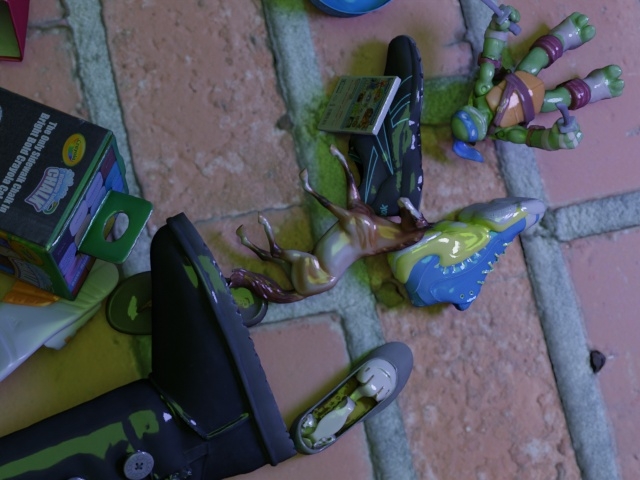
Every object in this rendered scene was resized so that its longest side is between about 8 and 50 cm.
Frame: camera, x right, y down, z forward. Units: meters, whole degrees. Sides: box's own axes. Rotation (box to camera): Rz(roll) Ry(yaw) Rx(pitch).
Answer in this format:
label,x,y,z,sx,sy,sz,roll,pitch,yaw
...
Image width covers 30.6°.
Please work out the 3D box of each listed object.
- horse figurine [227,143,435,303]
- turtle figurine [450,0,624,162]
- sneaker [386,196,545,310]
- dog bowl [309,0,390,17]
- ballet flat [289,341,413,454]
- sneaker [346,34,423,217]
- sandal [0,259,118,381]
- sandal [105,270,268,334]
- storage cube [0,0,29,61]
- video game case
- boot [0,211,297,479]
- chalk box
label,x,y,z,sx,sy,sz,roll,pitch,yaw
horse figurine,0.000,0.000,1.577,0.263,0.066,0.174,-42,96,5
turtle figurine,0.313,-0.229,1.603,0.266,0.275,0.198,-29,54,-33
sneaker,0.212,0.023,1.640,0.240,0.091,0.126,-18,103,-10
dog bowl,-0.008,-0.438,1.663,0.297,0.074,0.166,43,79,-2
ballet flat,0.050,0.216,1.586,0.213,0.068,0.072,-39,90,-12
sneaker,0.092,-0.162,1.629,0.106,0.101,0.267,2,76,3
sandal,-0.380,0.112,1.529,0.102,0.076,0.265,40,65,18
sandal,-0.178,0.085,1.572,0.219,0.060,0.090,4,82,-8
storage cube,-0.477,-0.362,1.514,0.183,0.215,0.193,4,75,-8
video game case,0.052,-0.188,1.620,0.011,0.122,0.087,32,77,-36
boot,-0.293,0.214,1.462,0.445,0.146,0.367,-24,105,-9
chalk box,-0.354,-0.053,1.467,0.288,0.179,0.180,23,69,6
